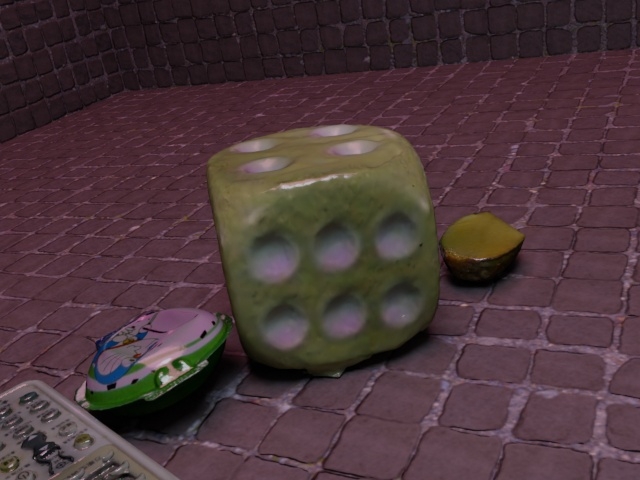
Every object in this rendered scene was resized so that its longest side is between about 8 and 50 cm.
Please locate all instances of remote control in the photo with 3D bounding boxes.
[{"bbox_3d":[-0.267,0.236,0.737,0.128,0.066,0.335,-27,28,-37],"label":"remote control"}]

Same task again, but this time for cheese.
[{"bbox_3d":[-0.217,0.137,0.912,0.204,0.083,0.320,-30,18,-21],"label":"cheese"}]

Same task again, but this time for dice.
[{"bbox_3d":[0.000,0.000,0.921,0.252,0.254,0.250,-12,23,-5],"label":"dice"}]

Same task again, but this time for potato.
[{"bbox_3d":[0.232,0.012,1.054,0.119,0.054,0.198,-8,19,8],"label":"potato"}]
